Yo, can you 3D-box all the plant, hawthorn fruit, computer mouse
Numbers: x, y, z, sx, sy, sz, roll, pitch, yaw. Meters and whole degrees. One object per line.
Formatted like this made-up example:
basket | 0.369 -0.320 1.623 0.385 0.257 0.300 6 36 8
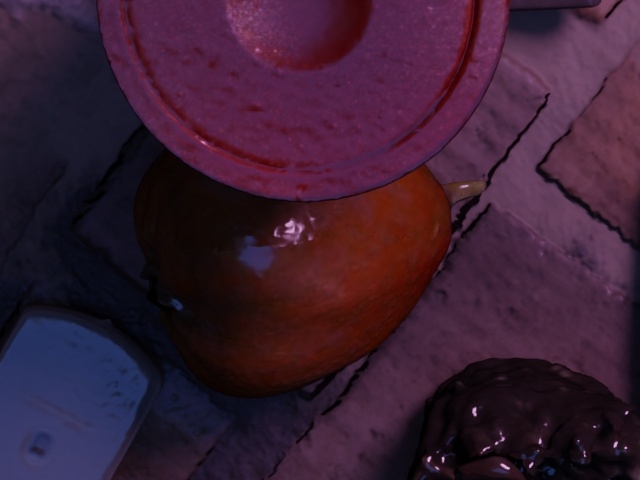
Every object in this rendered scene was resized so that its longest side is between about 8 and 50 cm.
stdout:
plant | 0.145 0.185 0.981 0.204 0.234 0.178 4 102 7
hawthorn fruit | 0.000 0.000 0.960 0.251 0.199 0.199 -14 106 -10
computer mouse | -0.218 0.159 1.066 0.128 0.079 0.231 32 90 -10

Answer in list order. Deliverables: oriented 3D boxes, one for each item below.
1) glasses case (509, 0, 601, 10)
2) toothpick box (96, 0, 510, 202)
glasses case | 0.144 -0.249 0.932 0.072 0.042 0.190 1 110 34
toothpick box | -0.002 -0.161 0.822 0.204 0.333 0.204 0 107 1
